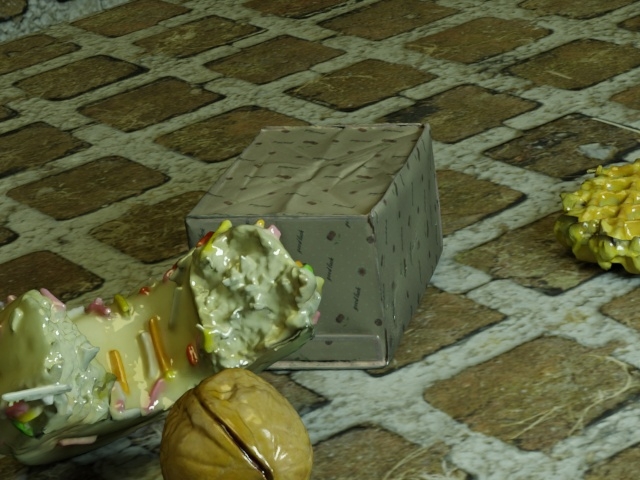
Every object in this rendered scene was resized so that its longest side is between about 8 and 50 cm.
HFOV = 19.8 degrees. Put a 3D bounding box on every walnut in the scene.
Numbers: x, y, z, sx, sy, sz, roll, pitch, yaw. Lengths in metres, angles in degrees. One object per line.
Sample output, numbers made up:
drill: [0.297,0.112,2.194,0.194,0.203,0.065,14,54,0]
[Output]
walnut: [-0.082,0.201,1.723,0.144,0.144,0.180,-16,19,-16]

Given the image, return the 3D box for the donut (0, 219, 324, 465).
donut: [-0.191,0.105,1.844,0.371,0.150,0.307,-19,-13,-28]

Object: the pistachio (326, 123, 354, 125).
pistachio: [0.007,-0.086,2.408,0.206,0.131,0.129,-12,67,-18]

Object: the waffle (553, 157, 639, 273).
waffle: [0.425,-0.033,2.167,0.329,0.062,0.329,-8,24,3]

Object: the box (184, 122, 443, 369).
box: [0.000,0.000,2.102,0.225,0.190,0.297,-1,25,17]
